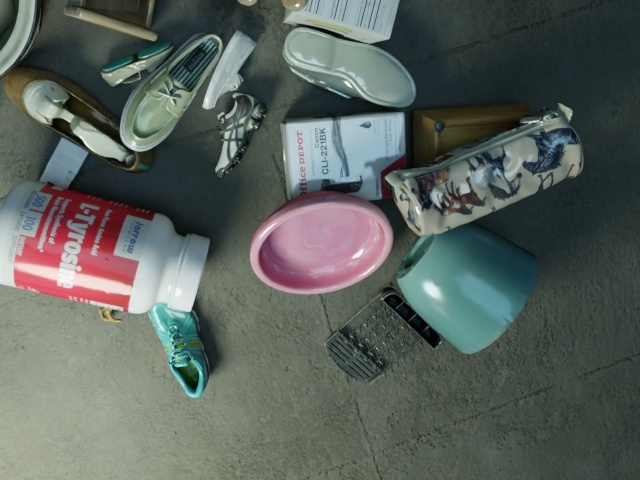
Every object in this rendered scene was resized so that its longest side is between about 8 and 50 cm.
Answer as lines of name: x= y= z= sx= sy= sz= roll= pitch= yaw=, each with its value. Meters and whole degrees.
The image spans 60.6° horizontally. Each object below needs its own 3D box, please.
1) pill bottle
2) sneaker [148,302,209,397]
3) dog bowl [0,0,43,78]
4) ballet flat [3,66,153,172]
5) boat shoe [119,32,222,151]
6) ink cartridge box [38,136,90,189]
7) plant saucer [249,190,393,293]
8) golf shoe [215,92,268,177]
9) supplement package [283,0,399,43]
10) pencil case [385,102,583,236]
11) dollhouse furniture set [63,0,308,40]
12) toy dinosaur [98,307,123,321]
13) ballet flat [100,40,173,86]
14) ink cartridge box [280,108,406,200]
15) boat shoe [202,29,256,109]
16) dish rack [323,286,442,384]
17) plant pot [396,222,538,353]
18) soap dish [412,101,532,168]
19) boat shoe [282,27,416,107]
pill bottle: x=-0.462 y=0.028 z=1.192 sx=0.407 sy=0.229 sz=0.229 roll=15 pitch=103 yaw=-13
sneaker: x=-0.337 y=0.257 z=1.339 sx=0.106 sy=0.110 sz=0.276 roll=-21 pitch=107 yaw=-3
dog bowl: x=-0.733 y=-0.482 z=1.045 sx=0.407 sy=0.150 sz=0.409 roll=-2 pitch=107 yaw=-8
ballet flat: x=-0.515 y=-0.250 z=1.159 sx=0.342 sy=0.124 sz=0.116 roll=36 pitch=99 yaw=-16
boat shoe: x=-0.314 y=-0.320 z=1.146 sx=0.109 sy=0.094 sz=0.303 roll=36 pitch=80 yaw=-23
ink cartridge box: x=-0.570 y=-0.167 z=1.223 sx=0.062 sy=0.029 sz=0.115 roll=31 pitch=100 yaw=-16
plant saucer: x=0.000 y=0.000 z=1.271 sx=0.331 sy=0.084 sz=0.332 roll=-8 pitch=142 yaw=-6
golf shoe: x=-0.202 y=-0.241 z=1.247 sx=0.093 sy=0.077 sz=0.198 roll=29 pitch=92 yaw=-5
supplement package: x=0.044 y=-0.511 z=1.140 sx=0.202 sy=0.194 sz=0.150 roll=11 pitch=103 yaw=-12
pencil case: x=0.347 y=-0.148 z=1.185 sx=0.409 sy=0.160 sz=0.184 roll=-22 pitch=124 yaw=-2
dollhouse furniture set: x=-0.271 y=-0.496 z=0.982 sx=0.362 sy=0.394 sz=0.257 roll=-2 pitch=111 yaw=-52
toy dinosaur: x=-0.510 y=0.138 z=1.312 sx=0.211 sy=0.064 sz=0.113 roll=0 pitch=87 yaw=-19
ballet flat: x=-0.390 y=-0.381 z=1.188 sx=0.168 sy=0.057 sz=0.052 roll=-20 pitch=136 yaw=0
ink cartridge box: x=0.053 y=-0.193 z=1.273 sx=0.272 sy=0.114 sz=0.197 roll=-7 pitch=107 yaw=-6
boat shoe: x=-0.201 y=-0.368 z=1.214 sx=0.063 sy=0.066 sz=0.184 roll=26 pitch=90 yaw=-14
dish rack: x=0.152 y=0.263 z=1.427 sx=0.271 sy=0.074 sz=0.208 roll=-42 pitch=106 yaw=13
plant pot: x=0.329 y=0.083 z=1.318 sx=0.235 sy=0.293 sz=0.293 roll=35 pitch=98 yaw=-4
soap dish: x=0.371 y=-0.207 z=1.321 sx=0.290 sy=0.118 sz=0.229 roll=-6 pitch=107 yaw=-7
boat shoe: x=0.063 y=-0.381 z=1.236 sx=0.319 sy=0.099 sz=0.117 roll=17 pitch=86 yaw=-15
